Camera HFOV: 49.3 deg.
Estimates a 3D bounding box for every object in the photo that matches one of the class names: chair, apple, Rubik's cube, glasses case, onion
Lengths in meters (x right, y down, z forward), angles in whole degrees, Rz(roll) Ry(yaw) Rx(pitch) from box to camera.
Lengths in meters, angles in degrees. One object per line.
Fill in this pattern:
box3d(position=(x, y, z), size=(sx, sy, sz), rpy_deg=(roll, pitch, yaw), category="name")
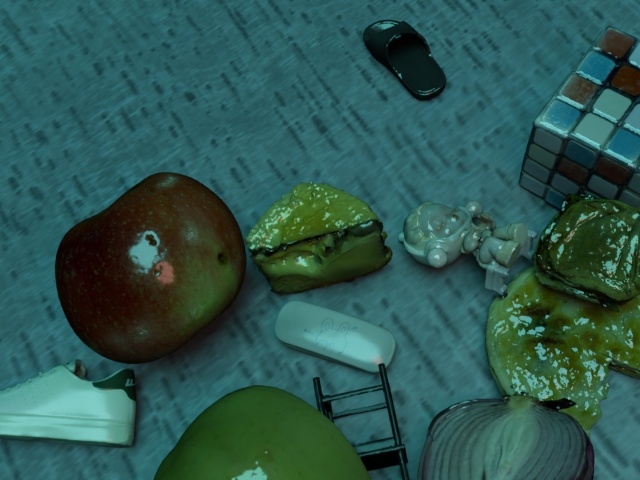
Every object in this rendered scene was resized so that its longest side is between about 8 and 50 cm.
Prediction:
box3d(position=(0.082, 0.361, 1.175), size=(0.141, 0.154, 0.260), rpy_deg=(-13, 62, 4), category="chair")
box3d(position=(-0.087, 0.439, 1.103), size=(0.360, 0.320, 0.311), rpy_deg=(39, 61, 19), category="apple")
box3d(position=(0.551, -0.188, 1.291), size=(0.253, 0.259, 0.256), rpy_deg=(34, 74, 21), category="Rubik's cube")
box3d(position=(0.026, 0.180, 1.310), size=(0.233, 0.059, 0.092), rpy_deg=(18, 68, 14), category="glasses case")
box3d(position=(-0.306, 0.046, 1.269), size=(0.348, 0.348, 0.277), rpy_deg=(-34, 102, -8), category="apple")
box3d(position=(0.272, 0.409, 1.074), size=(0.267, 0.159, 0.349), rpy_deg=(0, 38, 42), category="onion")

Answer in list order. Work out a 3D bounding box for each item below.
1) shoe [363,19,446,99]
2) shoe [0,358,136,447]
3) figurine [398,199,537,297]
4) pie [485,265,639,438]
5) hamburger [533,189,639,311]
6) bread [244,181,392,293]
box3d(position=(0.189, -0.422, 1.542), size=(0.108, 0.093, 0.241), rpy_deg=(-33, 67, -5), category="shoe")
box3d(position=(-0.517, 0.293, 1.304), size=(0.363, 0.132, 0.160), rpy_deg=(3, 67, 5), category="shoe")
box3d(position=(0.264, -0.005, 1.317), size=(0.256, 0.144, 0.182), rpy_deg=(22, 73, 33), category="figurine")
box3d(position=(0.442, 0.177, 1.242), size=(0.337, 0.075, 0.337), rpy_deg=(-2, 63, 5), category="pie")
box3d(position=(0.488, 0.023, 1.218), size=(0.206, 0.130, 0.183), rpy_deg=(25, 88, 36), category="hamburger")
box3d(position=(0.000, 0.000, 1.328), size=(0.262, 0.204, 0.162), rpy_deg=(-9, 53, 8), category="bread")
